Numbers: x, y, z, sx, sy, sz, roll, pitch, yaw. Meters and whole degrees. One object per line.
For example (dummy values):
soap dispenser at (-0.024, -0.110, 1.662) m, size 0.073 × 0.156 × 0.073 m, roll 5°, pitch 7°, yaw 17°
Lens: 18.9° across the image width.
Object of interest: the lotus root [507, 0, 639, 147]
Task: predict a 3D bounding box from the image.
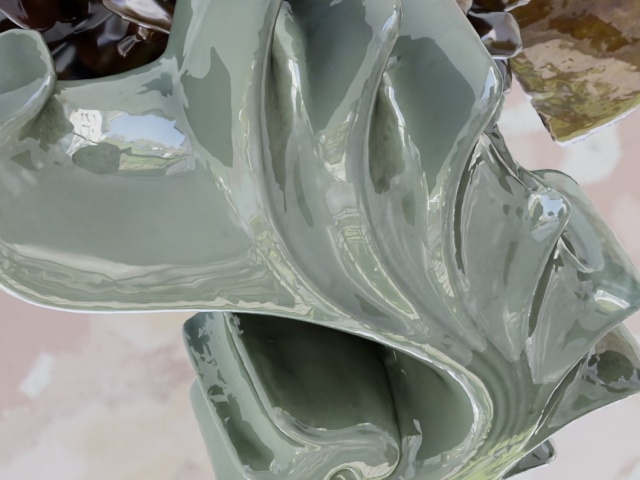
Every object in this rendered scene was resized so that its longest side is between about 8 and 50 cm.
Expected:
lotus root at (0.216, -0.200, 1.478) m, size 0.180 × 0.199 × 0.188 m, roll -25°, pitch -40°, yaw 17°

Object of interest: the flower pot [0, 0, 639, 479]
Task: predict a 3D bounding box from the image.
flower pot at (0.000, 0.000, 0.972) m, size 0.254 × 0.164 × 0.367 m, roll -33°, pitch -51°, yaw 7°

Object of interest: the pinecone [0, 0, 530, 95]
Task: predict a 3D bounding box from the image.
pinecone at (-0.078, -0.143, 1.233) m, size 0.398 × 0.398 × 0.397 m, roll -24°, pitch -49°, yaw -31°
